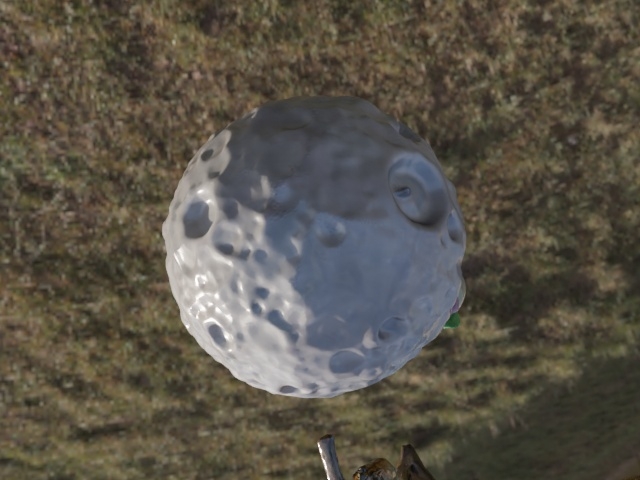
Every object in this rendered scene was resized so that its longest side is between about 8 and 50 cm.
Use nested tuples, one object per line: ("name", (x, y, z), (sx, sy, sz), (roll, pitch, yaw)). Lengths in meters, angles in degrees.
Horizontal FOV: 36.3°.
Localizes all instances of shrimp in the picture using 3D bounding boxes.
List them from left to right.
("shrimp", (0.067, 0.241, 0.922), (0.025, 0.091, 0.127), (-39, 149, 10))

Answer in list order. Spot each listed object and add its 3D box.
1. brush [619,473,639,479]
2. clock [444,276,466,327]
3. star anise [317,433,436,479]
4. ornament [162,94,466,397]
("brush", (0.493, 0.431, 1.432), (0.266, 0.174, 0.166), (-26, 157, -37))
("clock", (0.160, 0.051, 1.622), (0.103, 0.231, 0.144), (-38, -175, -25))
("star anise", (0.120, 0.419, 1.267), (0.349, 0.292, 0.109), (26, 137, -4))
("ornament", (0.000, 0.000, 1.075), (0.336, 0.337, 0.337), (-9, 154, -5))
